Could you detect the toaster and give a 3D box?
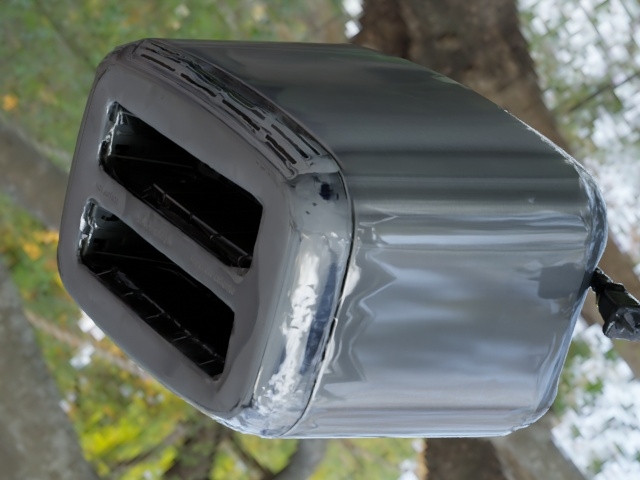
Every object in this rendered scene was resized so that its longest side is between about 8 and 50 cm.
[{"bbox_3d":[0.000,0.000,0.635,0.146,0.129,0.227,0,-156,-38],"label":"toaster"}]
